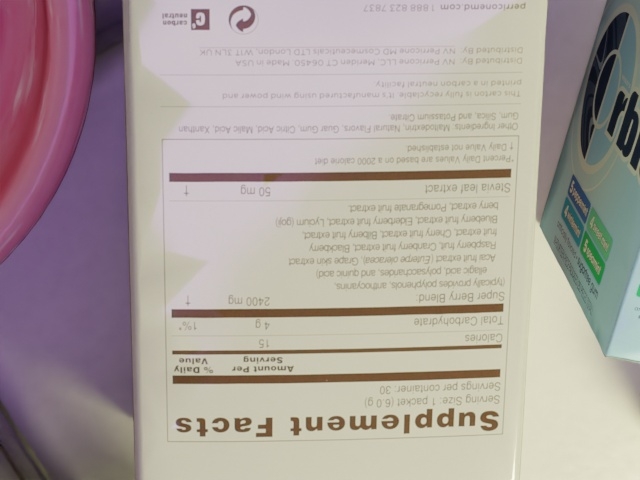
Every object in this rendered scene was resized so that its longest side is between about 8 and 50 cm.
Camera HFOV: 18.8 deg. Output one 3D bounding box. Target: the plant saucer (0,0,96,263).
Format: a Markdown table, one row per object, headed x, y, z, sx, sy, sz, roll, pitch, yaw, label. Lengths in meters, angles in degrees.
| x | y | z | sx | sy | sz | roll | pitch | yaw | label |
| --- | --- | --- | --- | --- | --- | --- | --- | --- | --- |
| -0.268 | -0.106 | 0.883 | 0.332 | 0.084 | 0.332 | -1 | 111 | -3 | plant saucer |

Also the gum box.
| x | y | z | sx | sy | sz | roll | pitch | yaw | label |
| --- | --- | --- | --- | --- | --- | --- | --- | --- | --- |
| 0.158 | -0.057 | 0.894 | 0.041 | 0.157 | 0.184 | 10 | 110 | -9 | gum box |

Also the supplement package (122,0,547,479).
| x | y | z | sx | sy | sz | roll | pitch | yaw | label |
| --- | --- | --- | --- | --- | --- | --- | --- | --- | --- |
| 0.000 | 0.000 | 0.894 | 0.175 | 0.177 | 0.293 | -1 | 112 | -4 | supplement package |
